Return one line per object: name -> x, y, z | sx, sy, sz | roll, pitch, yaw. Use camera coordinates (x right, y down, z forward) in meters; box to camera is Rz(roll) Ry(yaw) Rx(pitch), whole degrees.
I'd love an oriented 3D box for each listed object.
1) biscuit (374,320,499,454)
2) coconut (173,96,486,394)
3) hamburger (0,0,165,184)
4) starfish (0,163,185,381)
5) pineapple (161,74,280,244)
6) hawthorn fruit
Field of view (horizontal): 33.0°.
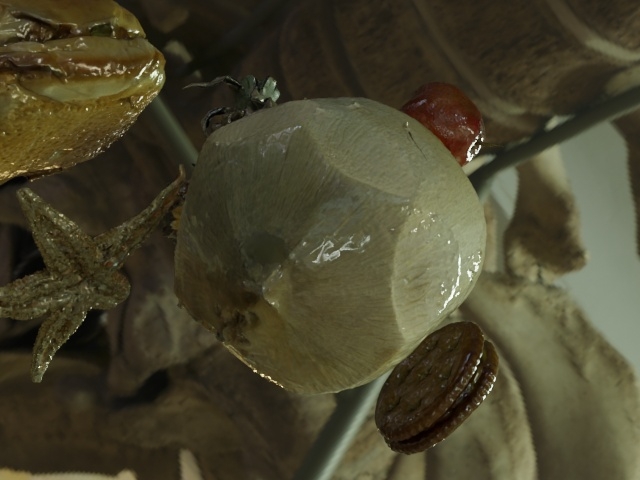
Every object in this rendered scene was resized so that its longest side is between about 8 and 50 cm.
biscuit -> 0.165, 0.214, 1.583 | 0.066, 0.220, 0.220 | 45, -28, -15
coconut -> 0.000, 0.000, 1.262 | 0.346, 0.360, 0.346 | 5, -79, 27
hamburger -> -0.366, -0.187, 1.380 | 0.284, 0.305, 0.174 | -46, -116, 40
starfish -> -0.258, 0.024, 1.130 | 0.048, 0.295, 0.231 | 46, 8, 33
pineapple -> -0.112, -0.124, 1.671 | 0.263, 0.271, 0.262 | 2, -31, 1
hawthorn fruit -> 0.164, -0.143, 1.458 | 0.140, 0.125, 0.125 | 53, -30, 11
